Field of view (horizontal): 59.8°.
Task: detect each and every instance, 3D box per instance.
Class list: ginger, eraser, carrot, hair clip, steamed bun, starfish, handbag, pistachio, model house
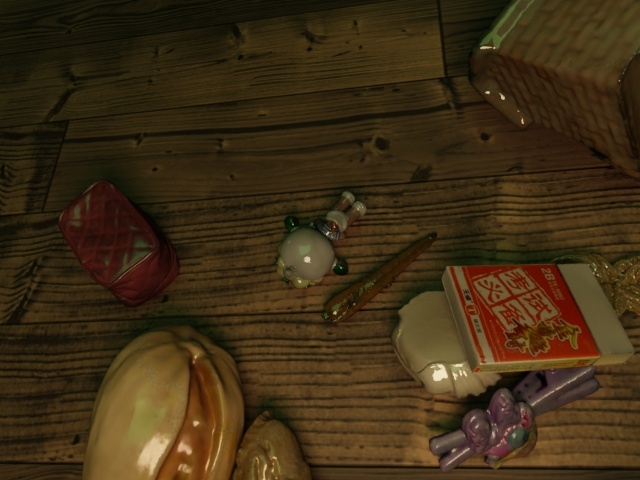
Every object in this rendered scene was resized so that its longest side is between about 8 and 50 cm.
[{"bbox_3d":[-0.054,0.412,0.760,0.189,0.126,0.354,-19,62,8],"label":"ginger"},{"bbox_3d":[0.300,0.104,0.780,0.230,0.038,0.157,-1,50,-10],"label":"eraser"},{"bbox_3d":[0.106,0.061,0.957,0.254,0.049,0.049,-36,61,-12],"label":"carrot"},{"bbox_3d":[0.283,0.235,0.787,0.278,0.137,0.090,-37,37,-12],"label":"hair clip"},{"bbox_3d":[0.199,0.159,0.838,0.182,0.106,0.183,-10,40,9],"label":"steamed bun"},{"bbox_3d":[0.461,0.075,0.866,0.209,0.053,0.150,29,77,22],"label":"starfish"},{"bbox_3d":[-0.372,0.007,1.036,0.146,0.135,0.225,-40,66,-10],"label":"handbag"},{"bbox_3d":[-0.231,0.273,0.833,0.229,0.230,0.309,2,67,13],"label":"pistachio"},{"bbox_3d":[0.494,-0.395,0.960,0.446,0.395,0.400,-54,48,2],"label":"model house"}]

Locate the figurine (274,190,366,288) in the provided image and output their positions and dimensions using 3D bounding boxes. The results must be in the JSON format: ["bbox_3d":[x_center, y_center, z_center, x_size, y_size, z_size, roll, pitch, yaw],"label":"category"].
[{"bbox_3d":[-0.001,0.001,0.985,0.147,0.093,0.197,42,69,4],"label":"figurine"}]
